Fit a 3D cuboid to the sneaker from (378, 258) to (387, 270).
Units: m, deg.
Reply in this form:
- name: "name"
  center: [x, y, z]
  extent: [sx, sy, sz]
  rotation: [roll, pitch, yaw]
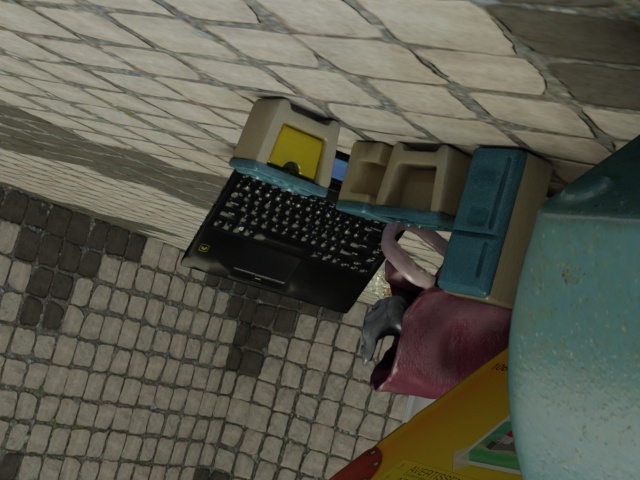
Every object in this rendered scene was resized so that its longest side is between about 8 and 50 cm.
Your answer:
- name: "sneaker"
  center: [0.000, 0.000, 1.740]
  extent: [0.212, 0.080, 0.094]
  rotation: [18, -174, -42]

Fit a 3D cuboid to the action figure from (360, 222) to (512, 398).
- name: "action figure"
  center: [0.232, 0.107, 1.274]
  extent: [0.370, 0.275, 0.248]
  rotation: [8, -153, 3]

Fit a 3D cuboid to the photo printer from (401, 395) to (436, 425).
- name: "photo printer"
  center: [0.248, 0.210, 1.905]
  extent: [0.107, 0.307, 0.256]
  rotation: [13, 177, 32]

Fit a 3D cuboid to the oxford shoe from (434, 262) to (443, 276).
- name: "oxford shoe"
  center: [0.205, 0.052, 1.452]
  extent: [0.130, 0.132, 0.363]
  rotation: [11, 155, 8]

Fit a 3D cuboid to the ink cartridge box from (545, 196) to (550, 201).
- name: "ink cartridge box"
  center: [0.209, 0.005, 1.109]
  extent: [0.104, 0.061, 0.181]
  rotation: [28, 177, 10]

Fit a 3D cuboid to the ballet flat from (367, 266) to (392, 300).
- name: "ballet flat"
  center: [0.117, 0.057, 1.955]
  extent: [0.077, 0.091, 0.241]
  rotation: [-8, 175, 8]

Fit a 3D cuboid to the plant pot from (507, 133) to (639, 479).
- name: "plant pot"
  center: [0.239, 0.059, 0.573]
  extent: [0.247, 0.248, 0.252]
  rotation: [6, 124, 59]

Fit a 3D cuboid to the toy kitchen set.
- name: "toy kitchen set"
  center: [0.047, -0.034, 0.948]
  extent: [0.166, 0.122, 0.207]
  rotation: [20, 173, -38]

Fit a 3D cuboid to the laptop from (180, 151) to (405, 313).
- name: "laptop"
  center: [0.012, -0.003, 1.287]
  extent: [0.234, 0.264, 0.136]
  rotation: [19, -150, -27]

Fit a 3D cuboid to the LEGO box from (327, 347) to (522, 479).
- name: "LEGO box"
  center: [0.294, 0.204, 0.892]
  extent: [0.372, 0.193, 0.500]
  rotation: [-31, -166, -25]
